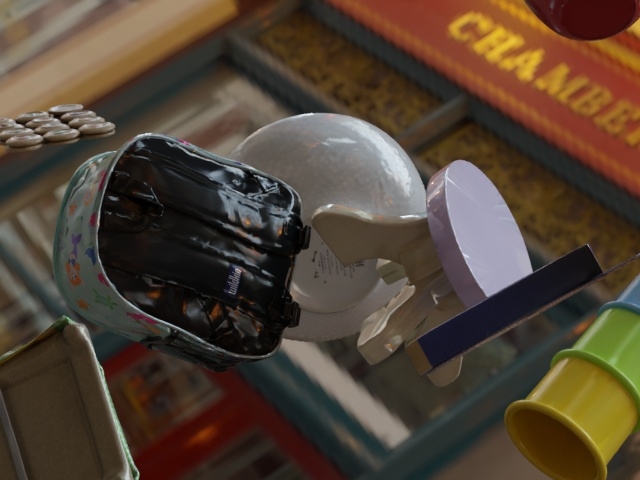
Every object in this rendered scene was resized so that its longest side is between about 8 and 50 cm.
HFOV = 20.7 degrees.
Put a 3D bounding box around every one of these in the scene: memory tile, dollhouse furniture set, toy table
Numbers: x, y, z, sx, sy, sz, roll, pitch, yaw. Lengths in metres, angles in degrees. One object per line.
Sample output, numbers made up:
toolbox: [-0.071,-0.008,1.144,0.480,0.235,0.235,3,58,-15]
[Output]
memory tile: [-0.275,-0.114,1.760,0.148,0.113,0.012,-152,-126,-63]
dollhouse furniture set: [-0.206,0.244,1.396,0.151,0.197,0.301,39,29,-65]
toy table: [0.123,0.033,1.940,0.252,0.161,0.274,56,21,-6]

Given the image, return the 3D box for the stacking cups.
stacking cups: [0.275,0.058,1.434,0.096,0.316,0.096,32,-28,19]

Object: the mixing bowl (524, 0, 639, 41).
mixing bowl: [0.307,-0.292,1.980,0.181,0.181,0.098,81,2,-52]

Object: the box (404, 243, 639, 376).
box: [0.186,0.056,1.607,0.036,0.225,0.136,62,5,6]

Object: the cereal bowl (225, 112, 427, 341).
cereal bowl: [0.000,0.000,2.468,0.141,0.339,0.339,-112,178,-64]

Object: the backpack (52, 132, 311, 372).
backpack: [-0.164,0.009,1.884,0.253,0.225,0.191,25,-24,-37]
